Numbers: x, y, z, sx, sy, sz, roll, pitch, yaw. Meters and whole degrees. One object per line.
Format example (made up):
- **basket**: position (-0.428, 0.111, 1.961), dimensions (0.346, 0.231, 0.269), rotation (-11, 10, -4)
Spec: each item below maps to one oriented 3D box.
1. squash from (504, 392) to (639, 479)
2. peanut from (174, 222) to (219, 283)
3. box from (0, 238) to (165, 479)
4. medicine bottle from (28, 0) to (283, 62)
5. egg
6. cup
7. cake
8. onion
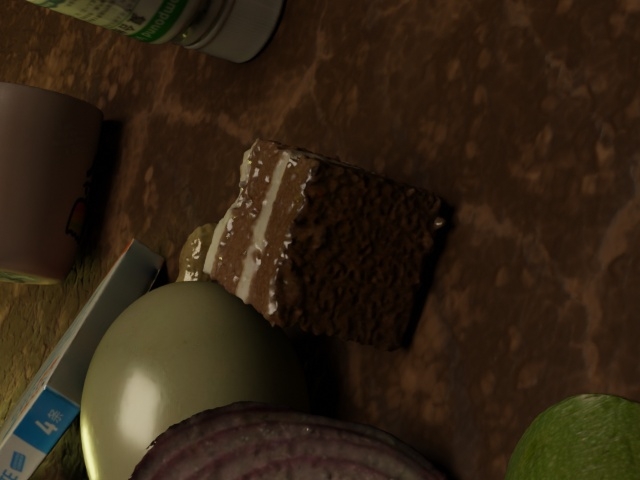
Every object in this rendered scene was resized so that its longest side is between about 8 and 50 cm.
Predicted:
- **squash**: position (0.192, 0.220, 0.864), dimensions (0.189, 0.189, 0.260), rotation (-56, 2, 25)
- **peanut**: position (-0.115, 0.035, 1.360), dimensions (0.054, 0.054, 0.113), rotation (38, 108, 54)
- **box**: position (-0.270, 0.161, 1.429), dimensions (0.273, 0.048, 0.265), rotation (-50, 9, 32)
- **medicine bottle**: position (-0.160, -0.256, 1.372), dimensions (0.139, 0.237, 0.139), rotation (-25, 57, 47)
- **egg**: position (-0.099, 0.152, 1.167), dimensions (0.186, 0.186, 0.241), rotation (-26, 65, 49)
- **cup**: position (-0.355, -0.055, 1.649), dimensions (0.253, 0.191, 0.200), rotation (130, 147, -81)
- **cake**: position (0.000, 0.000, 1.141), dimensions (0.147, 0.134, 0.135), rotation (26, 98, 65)
- **onion**: position (-0.036, 0.250, 1.038), dimensions (0.111, 0.247, 0.250), rotation (104, 179, -72)
